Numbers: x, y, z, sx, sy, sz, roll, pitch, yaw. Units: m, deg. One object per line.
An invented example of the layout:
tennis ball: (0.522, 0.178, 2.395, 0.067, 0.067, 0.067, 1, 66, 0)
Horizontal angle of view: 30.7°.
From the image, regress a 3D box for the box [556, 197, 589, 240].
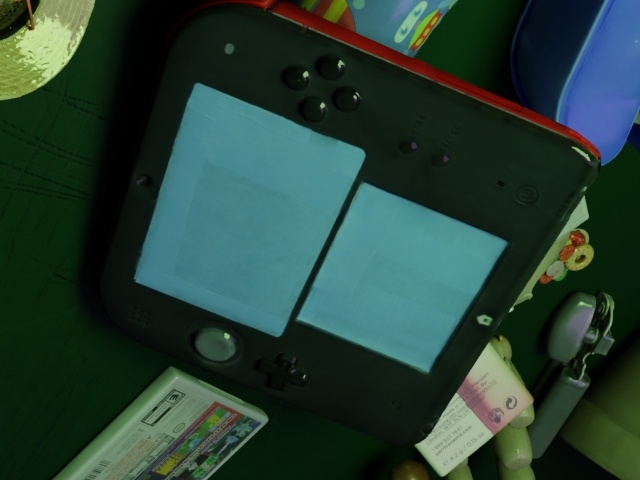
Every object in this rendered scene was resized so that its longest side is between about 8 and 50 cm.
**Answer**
box: (0.218, -0.049, 1.259, 0.102, 0.101, 0.087, -34, 143, -5)

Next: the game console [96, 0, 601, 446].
game console: (0.000, 0.000, 0.984, 0.060, 0.342, 0.386, -65, 180, -49)

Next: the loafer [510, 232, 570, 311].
loafer: (0.194, 0.047, 1.340, 0.268, 0.102, 0.092, -42, 136, 4)

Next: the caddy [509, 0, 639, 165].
caddy: (0.328, -0.217, 1.120, 0.241, 0.179, 0.341, 10, 126, -15)

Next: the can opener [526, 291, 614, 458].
can opener: (0.323, 0.182, 1.625, 0.095, 0.076, 0.283, 18, 123, -10)

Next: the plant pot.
plant pot: (0.541, 0.238, 1.681, 0.323, 0.323, 0.280, 27, 94, -49)

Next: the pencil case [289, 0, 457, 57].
pencil case: (0.094, -0.251, 0.940, 0.133, 0.119, 0.306, 17, 118, -50)

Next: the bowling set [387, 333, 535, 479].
bowling set: (0.174, 0.243, 1.522, 0.200, 0.154, 0.287, -12, 140, -2)

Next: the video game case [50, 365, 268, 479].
video game case: (-0.180, 0.238, 1.307, 0.201, 0.023, 0.183, -44, 142, 7)

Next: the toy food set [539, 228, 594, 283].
toy food set: (0.306, 0.020, 1.466, 0.082, 0.020, 0.083, -33, 142, -6)

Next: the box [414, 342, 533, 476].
box: (0.086, 0.098, 1.189, 0.127, 0.148, 0.232, -39, 109, 0)

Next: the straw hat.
straw hat: (-0.229, -0.175, 0.813, 0.144, 0.061, 0.144, -31, 137, -34)
